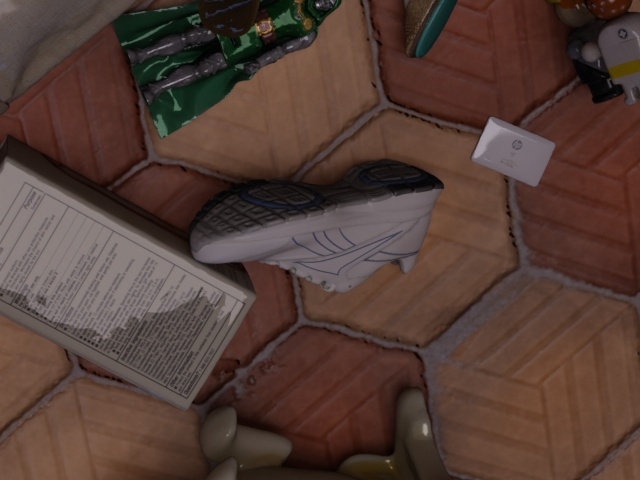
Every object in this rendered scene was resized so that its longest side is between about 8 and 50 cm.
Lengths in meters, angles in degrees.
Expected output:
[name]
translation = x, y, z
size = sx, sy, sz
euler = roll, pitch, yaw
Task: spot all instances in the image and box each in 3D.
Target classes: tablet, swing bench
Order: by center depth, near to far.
[swing bench]
translation = -0.256, -0.259, 1.681
size = 0.253, 0.255, 0.165
euler = -37, 110, 4
[tablet]
translation = 0.212, -0.098, 1.943
size = 0.083, 0.006, 0.054
euler = 21, 100, -15

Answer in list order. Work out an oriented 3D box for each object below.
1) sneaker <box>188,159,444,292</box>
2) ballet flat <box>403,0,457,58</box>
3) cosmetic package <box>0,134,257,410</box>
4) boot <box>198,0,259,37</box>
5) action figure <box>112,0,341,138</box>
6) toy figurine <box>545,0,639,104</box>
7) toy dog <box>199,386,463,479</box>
[sneaker]
translation = 0.000, 0.000, 1.848
size = 0.297, 0.111, 0.129
euler = -8, 116, -29
[ballet flat]
translation = 0.131, -0.291, 1.857
size = 0.067, 0.073, 0.206
euler = 33, 95, 11
[cosmetic package]
translation = -0.233, 0.032, 1.837
size = 0.296, 0.129, 0.153
euler = 31, 98, -16
[boot]
translation = -0.062, -0.326, 1.725
size = 0.077, 0.165, 0.213
euler = 16, 128, -2
[action figure]
translation = -0.085, -0.213, 1.836
size = 0.232, 0.063, 0.137
euler = -24, 104, -7
[toy figurine]
translation = 0.354, -0.241, 1.826
size = 0.209, 0.213, 0.148
euler = -23, 98, -1
[toy dog]
translation = -0.060, 0.360, 1.905
size = 0.408, 0.284, 0.395
euler = -7, 123, -7
